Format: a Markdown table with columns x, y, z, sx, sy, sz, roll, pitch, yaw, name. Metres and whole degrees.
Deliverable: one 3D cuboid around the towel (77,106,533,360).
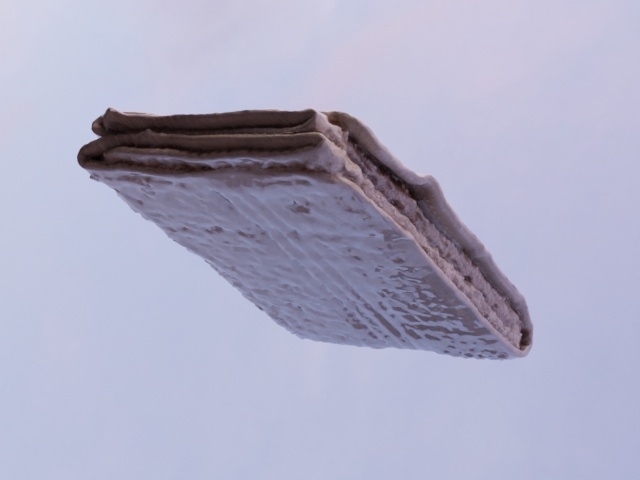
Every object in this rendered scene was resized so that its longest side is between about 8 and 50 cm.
| x | y | z | sx | sy | sz | roll | pitch | yaw | name |
| --- | --- | --- | --- | --- | --- | --- | --- | --- | --- |
| 0.000 | 0.000 | 0.777 | 0.187 | 0.282 | 0.049 | 4 | -115 | 33 | towel |
